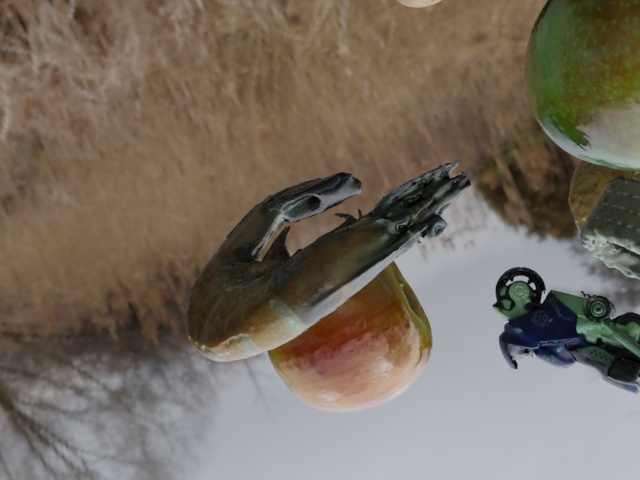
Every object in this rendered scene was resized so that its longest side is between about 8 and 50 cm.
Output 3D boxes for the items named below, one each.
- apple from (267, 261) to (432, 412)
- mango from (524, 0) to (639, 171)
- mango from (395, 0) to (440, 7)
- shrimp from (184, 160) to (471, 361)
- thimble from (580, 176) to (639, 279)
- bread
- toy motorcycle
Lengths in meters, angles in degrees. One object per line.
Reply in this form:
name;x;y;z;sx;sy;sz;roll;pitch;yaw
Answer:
apple;0.038;0.135;1.920;0.233;0.286;0.286;-31;-177;11
mango;0.313;-0.185;1.252;0.201;0.225;0.382;-19;-169;-6
mango;0.182;-0.523;2.000;0.191;0.290;0.160;-7;158;36
shrimp;0.000;0.000;1.594;0.445;0.085;0.272;-29;-143;24
thimble;0.280;-0.003;1.041;0.062;0.110;0.084;-61;170;-11
bread;0.497;-0.061;1.876;0.244;0.244;0.134;-28;168;-42
toy motorcycle;0.471;0.185;2.339;0.196;0.331;0.125;-67;164;0
